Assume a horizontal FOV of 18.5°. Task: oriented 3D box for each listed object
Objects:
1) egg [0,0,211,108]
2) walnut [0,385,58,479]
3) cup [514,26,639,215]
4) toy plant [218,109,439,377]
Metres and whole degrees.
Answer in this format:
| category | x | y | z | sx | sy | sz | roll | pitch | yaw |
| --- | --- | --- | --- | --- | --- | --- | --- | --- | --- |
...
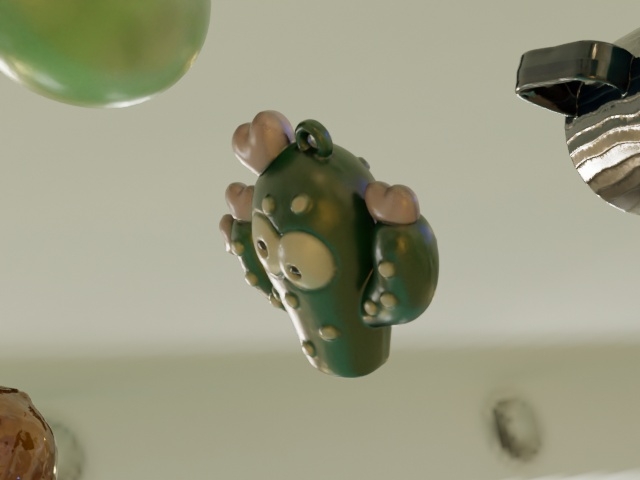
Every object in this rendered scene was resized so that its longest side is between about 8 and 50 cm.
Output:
| category | x | y | z | sx | sy | sz | roll | pitch | yaw |
| --- | --- | --- | --- | --- | --- | --- | --- | --- | --- |
| egg | -0.217 | -0.235 | 1.792 | 0.220 | 0.220 | 0.269 | -18 | -36 | 20 |
| walnut | -0.219 | 0.167 | 1.067 | 0.116 | 0.207 | 0.116 | 27 | -26 | 14 |
| cup | 0.196 | -0.084 | 1.088 | 0.113 | 0.150 | 0.138 | -50 | 8 | -15 |
| toy plant | 0.003 | 0.000 | 1.706 | 0.112 | 0.232 | 0.243 | -35 | -26 | -35 |
